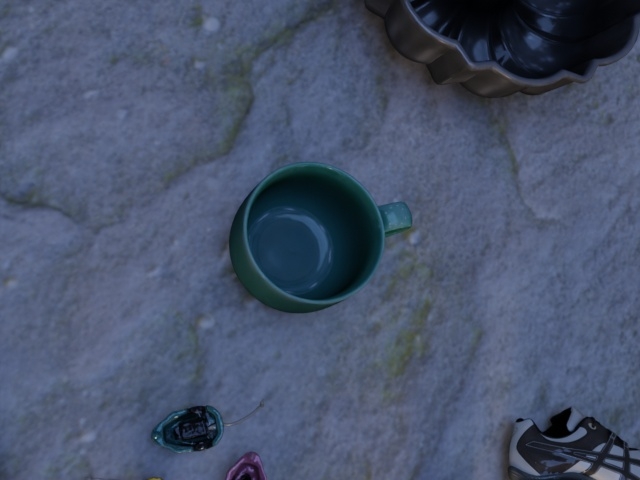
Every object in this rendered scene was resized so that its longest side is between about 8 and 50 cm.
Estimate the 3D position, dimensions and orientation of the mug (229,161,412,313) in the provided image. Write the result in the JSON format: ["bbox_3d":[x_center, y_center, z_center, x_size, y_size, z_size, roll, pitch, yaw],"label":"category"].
[{"bbox_3d":[-0.006,0.007,0.785,0.157,0.097,0.130,21,72,-13],"label":"mug"}]

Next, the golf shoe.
[{"bbox_3d":[0.279,0.211,0.844,0.198,0.077,0.094,1,77,-19],"label":"golf shoe"}]

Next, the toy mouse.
[{"bbox_3d":[-0.094,0.197,0.740,0.161,0.031,0.143,35,73,8],"label":"toy mouse"}]

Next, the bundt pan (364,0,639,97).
[{"bbox_3d":[0.179,-0.295,0.899,0.330,0.124,0.331,4,76,-18],"label":"bundt pan"}]
